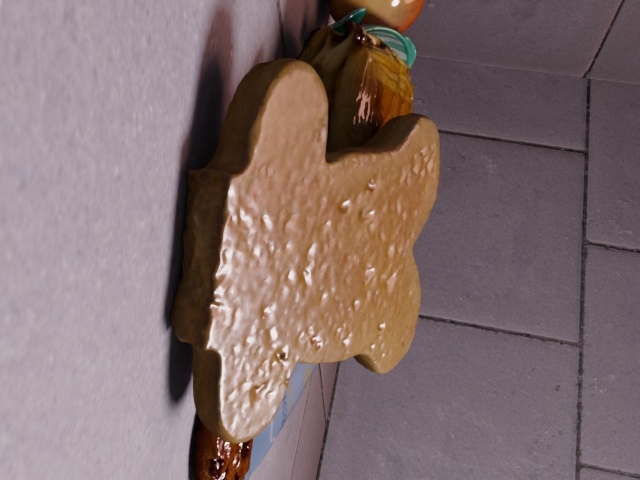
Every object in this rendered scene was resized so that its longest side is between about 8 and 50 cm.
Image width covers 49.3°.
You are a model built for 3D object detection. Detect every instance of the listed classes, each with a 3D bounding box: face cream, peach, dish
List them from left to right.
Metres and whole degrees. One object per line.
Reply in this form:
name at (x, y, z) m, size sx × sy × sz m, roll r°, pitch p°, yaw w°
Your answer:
face cream at (-0.057, 0.219, 1.149) m, size 0.385 × 0.086 × 0.136 m, roll -60°, pitch 159°, yaw -59°
dish at (0.044, -0.285, 1.132) m, size 0.078 × 0.224 × 0.246 m, roll 53°, pitch -6°, yaw 32°
peach at (0.092, -0.423, 1.162) m, size 0.184 × 0.184 × 0.184 m, roll 9°, pitch 90°, yaw -83°

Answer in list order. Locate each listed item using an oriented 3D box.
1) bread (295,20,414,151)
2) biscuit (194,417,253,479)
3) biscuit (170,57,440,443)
bread at (0.025, -0.123, 0.984) m, size 0.277 × 0.167 × 0.325 m, roll -4°, pitch 98°, yaw -70°
biscuit at (-0.108, 0.224, 0.850) m, size 0.192 × 0.049 × 0.192 m, roll 6°, pitch 90°, yaw -86°
biscuit at (0.000, 0.000, 0.755) m, size 0.394 × 0.076 × 0.368 m, roll -10°, pitch 110°, yaw -52°
